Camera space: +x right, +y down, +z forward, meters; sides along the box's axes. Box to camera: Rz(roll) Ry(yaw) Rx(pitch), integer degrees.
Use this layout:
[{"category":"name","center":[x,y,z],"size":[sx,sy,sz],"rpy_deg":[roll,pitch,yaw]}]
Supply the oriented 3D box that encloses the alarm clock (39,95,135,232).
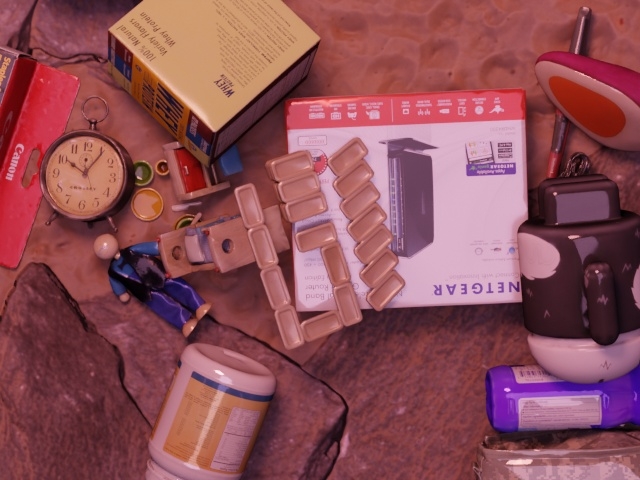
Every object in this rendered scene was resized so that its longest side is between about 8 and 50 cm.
[{"category":"alarm clock","center":[-0.328,-0.110,1.816],"size":[0.129,0.064,0.192],"rpy_deg":[7,92,8]}]

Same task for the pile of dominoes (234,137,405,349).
[{"category":"pile of dominoes","center":[0.000,0.000,1.753],"size":[0.196,0.040,0.251],"rpy_deg":[-19,98,-13]}]

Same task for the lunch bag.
[{"category":"lunch bag","center":[0.355,0.387,1.804],"size":[0.287,0.169,0.235],"rpy_deg":[-3,96,-3]}]

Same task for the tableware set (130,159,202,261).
[{"category":"tableware set","center":[-0.222,-0.044,1.844],"size":[0.104,0.024,0.154],"rpy_deg":[-9,96,2]}]

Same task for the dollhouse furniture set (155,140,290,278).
[{"category":"dollhouse furniture set","center":[-0.152,-0.054,1.762],"size":[0.129,0.129,0.184],"rpy_deg":[-20,98,-41]}]

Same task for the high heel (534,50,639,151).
[{"category":"high heel","center":[0.484,-0.203,1.780],"size":[0.377,0.127,0.181],"rpy_deg":[30,65,-6]}]

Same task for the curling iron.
[{"category":"curling iron","center":[0.362,-0.193,1.815],"size":[0.068,0.035,0.274],"rpy_deg":[2,94,-11]}]

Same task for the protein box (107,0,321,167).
[{"category":"protein box","center":[-0.147,-0.249,1.721],"size":[0.200,0.136,0.201],"rpy_deg":[44,71,6]}]

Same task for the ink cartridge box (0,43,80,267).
[{"category":"ink cartridge box","center":[-0.518,-0.136,1.788],"size":[0.271,0.130,0.310],"rpy_deg":[19,95,-2]}]

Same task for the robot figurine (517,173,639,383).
[{"category":"robot figurine","center":[0.358,0.054,1.717],"size":[0.173,0.209,0.278],"rpy_deg":[2,102,41]}]

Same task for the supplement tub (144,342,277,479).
[{"category":"supplement tub","center":[-0.159,0.261,1.811],"size":[0.144,0.144,0.200],"rpy_deg":[21,96,-1]}]

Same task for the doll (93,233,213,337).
[{"category":"doll","center":[-0.244,0.053,1.832],"size":[0.189,0.046,0.129],"rpy_deg":[37,117,-5]}]

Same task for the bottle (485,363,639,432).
[{"category":"bottle","center":[0.379,0.220,1.812],"size":[0.282,0.118,0.092],"rpy_deg":[-3,95,1]}]

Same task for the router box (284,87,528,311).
[{"category":"router box","center":[0.125,-0.058,1.807],"size":[0.335,0.082,0.301],"rpy_deg":[-3,95,1]}]
